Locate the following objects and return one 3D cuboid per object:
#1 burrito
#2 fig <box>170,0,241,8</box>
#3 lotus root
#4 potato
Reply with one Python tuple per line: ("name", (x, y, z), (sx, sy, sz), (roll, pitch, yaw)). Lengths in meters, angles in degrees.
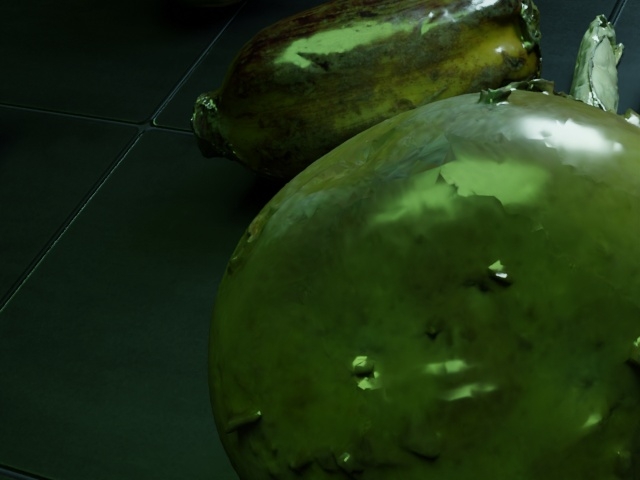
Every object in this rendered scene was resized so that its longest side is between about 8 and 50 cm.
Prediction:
("burrito", (0.305, -0.167, 1.416), (0.058, 0.063, 0.229), (23, 47, -1))
("fig", (-0.128, -0.408, 1.704), (0.245, 0.195, 0.195), (-6, 42, 23))
("lotus root", (0.054, -0.172, 1.389), (0.397, 0.179, 0.196), (-16, 85, 0))
("potato", (0.113, 0.064, 1.004), (0.442, 0.319, 0.385), (-28, 43, 2))
